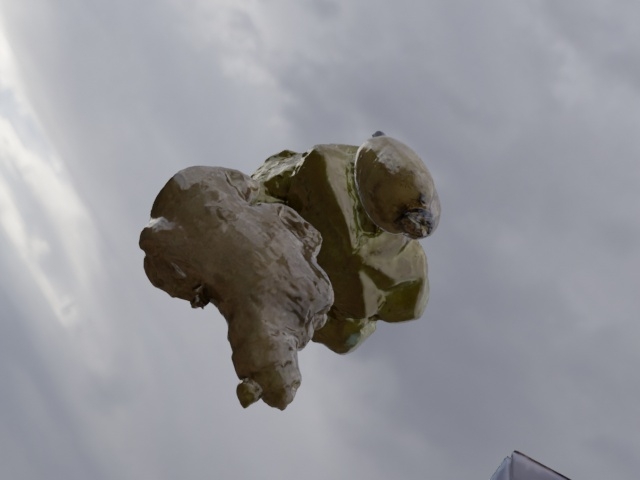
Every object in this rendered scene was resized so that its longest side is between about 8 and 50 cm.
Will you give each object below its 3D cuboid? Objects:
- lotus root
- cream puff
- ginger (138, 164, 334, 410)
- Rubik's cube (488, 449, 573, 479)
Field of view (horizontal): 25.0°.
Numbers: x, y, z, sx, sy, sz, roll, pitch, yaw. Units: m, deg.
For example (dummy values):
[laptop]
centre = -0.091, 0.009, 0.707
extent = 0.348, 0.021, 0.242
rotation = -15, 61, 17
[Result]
[lotus root]
centre = 0.065, -0.041, 1.221
extent = 0.152, 0.063, 0.072
rotation = -118, -166, -55
[cream puff]
centre = -0.007, -0.005, 2.050
extent = 0.270, 0.274, 0.323
rotation = 80, -9, -71
[ginger]
centre = -0.055, 0.031, 1.176
extent = 0.213, 0.137, 0.074
rotation = 50, -13, 26
[Rubik's cube]
centre = 0.246, 0.408, 1.570
extent = 0.221, 0.231, 0.224
rotation = 27, -29, 27
